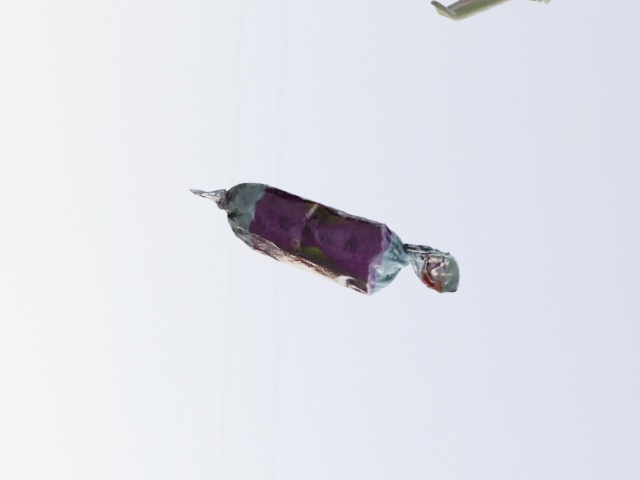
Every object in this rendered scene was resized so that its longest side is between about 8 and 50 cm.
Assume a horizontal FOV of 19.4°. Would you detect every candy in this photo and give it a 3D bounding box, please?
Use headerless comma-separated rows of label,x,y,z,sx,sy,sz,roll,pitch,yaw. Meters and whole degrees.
candy,0.000,0.000,1.140,0.045,0.175,0.043,80,31,-67

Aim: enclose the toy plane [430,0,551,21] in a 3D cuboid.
toy plane,0.208,-0.248,1.507,0.256,0.242,0.104,30,-22,37
